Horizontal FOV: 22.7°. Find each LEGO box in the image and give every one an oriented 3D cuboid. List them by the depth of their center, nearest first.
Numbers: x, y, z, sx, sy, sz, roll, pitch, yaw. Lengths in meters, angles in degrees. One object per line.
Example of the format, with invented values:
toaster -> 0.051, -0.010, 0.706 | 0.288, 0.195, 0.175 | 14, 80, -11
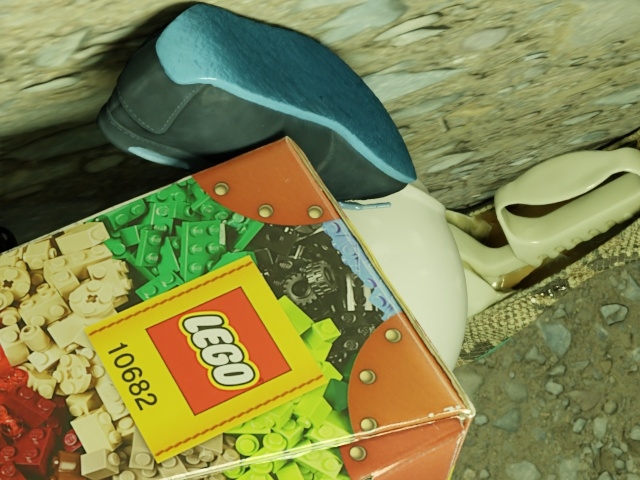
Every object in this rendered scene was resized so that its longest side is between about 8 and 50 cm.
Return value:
LEGO box -> -0.147, 0.216, 0.938 | 0.372, 0.193, 0.500 | -23, 152, -19

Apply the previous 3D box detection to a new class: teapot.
teapot -> 0.000, 0.000, 1.139 | 0.252, 0.187, 0.256 | 20, 177, -20

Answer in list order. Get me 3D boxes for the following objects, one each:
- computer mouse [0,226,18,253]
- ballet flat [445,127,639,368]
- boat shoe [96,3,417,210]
computer mouse -> -0.152, 0.062, 1.190 | 0.060, 0.262, 0.184 | -60, -179, -15
ballet flat -> 0.229, -0.008, 1.747 | 0.483, 0.164, 0.182 | -31, 145, 31
boat shoe -> -0.036, -0.070, 0.911 | 0.089, 0.109, 0.258 | -36, 150, 20
